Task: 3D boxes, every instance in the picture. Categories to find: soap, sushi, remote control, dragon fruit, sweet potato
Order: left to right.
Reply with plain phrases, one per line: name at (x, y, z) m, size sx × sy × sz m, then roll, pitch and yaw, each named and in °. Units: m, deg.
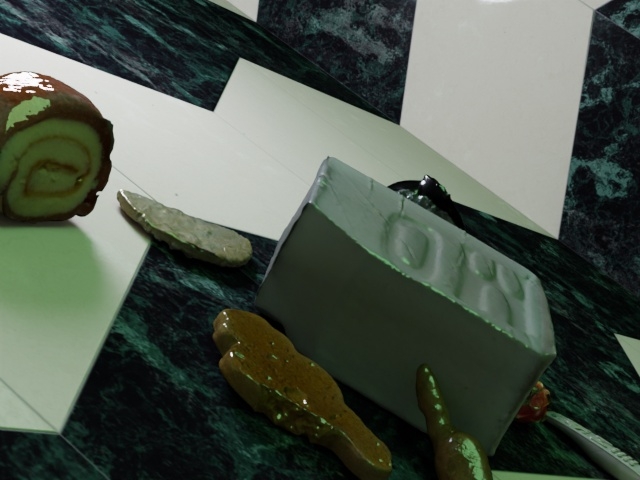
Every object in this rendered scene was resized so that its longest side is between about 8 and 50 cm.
soap at (0.130, 0.089, 1.693) m, size 0.435 × 0.213 × 0.350 m, roll 30°, pitch 24°, yaw -1°
sushi at (0.167, -0.002, 2.065) m, size 0.238 × 0.225 × 0.219 m, roll 59°, pitch 6°, yaw 12°
sweet potato at (0.186, 0.290, 1.479) m, size 0.075 × 0.075 × 0.269 m, roll 18°, pitch 38°, yaw -41°
dragon fruit at (0.350, 0.274, 1.852) m, size 0.086 × 0.081 × 0.116 m, roll 30°, pitch -7°, yaw -3°
remote control at (0.489, 0.372, 1.895) m, size 0.229 × 0.044 × 0.073 m, roll 32°, pitch 11°, yaw 27°

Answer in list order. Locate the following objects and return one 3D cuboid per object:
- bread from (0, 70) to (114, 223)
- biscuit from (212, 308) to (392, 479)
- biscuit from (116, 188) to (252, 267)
bread at (-0.397, -0.125, 1.447) m, size 0.123 × 0.190 × 0.244 m, roll 26°, pitch 16°, yaw 25°
biscuit at (-0.031, 0.204, 1.412) m, size 0.320 × 0.047 × 0.183 m, roll 38°, pitch 20°, yaw 15°
biscuit at (-0.203, -0.005, 1.708) m, size 0.250 × 0.032 × 0.133 m, roll 22°, pitch 19°, yaw -32°
